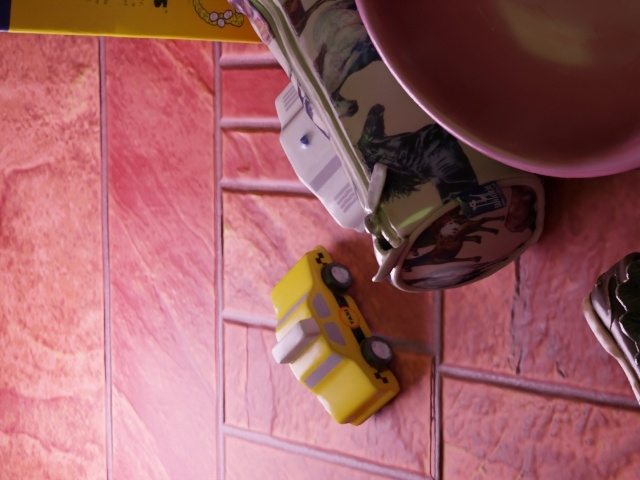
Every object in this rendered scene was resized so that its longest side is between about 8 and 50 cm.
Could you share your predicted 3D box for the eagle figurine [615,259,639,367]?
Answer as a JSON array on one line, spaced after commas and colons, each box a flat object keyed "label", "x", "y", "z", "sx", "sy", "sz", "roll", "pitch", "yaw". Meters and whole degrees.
[{"label": "eagle figurine", "x": 0.338, "y": 0.018, "z": 0.755, "sx": 0.225, "sy": 0.298, "sz": 0.226, "roll": 102, "pitch": -171, "yaw": -69}]

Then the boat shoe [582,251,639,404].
[{"label": "boat shoe", "x": 0.295, "y": 0.104, "z": 1.109, "sx": 0.207, "sy": 0.073, "sz": 0.073, "roll": 58, "pitch": 132, "yaw": 25}]

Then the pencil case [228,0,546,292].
[{"label": "pencil case", "x": 0.046, "y": -0.150, "z": 1.263, "sx": 0.160, "sy": 0.183, "sz": 0.410, "roll": -50, "pitch": 59, "yaw": 38}]

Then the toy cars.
[{"label": "toy cars", "x": 0.000, "y": 0.000, "z": 1.392, "sx": 0.176, "sy": 0.087, "sz": 0.394, "roll": 9, "pitch": 100, "yaw": 45}]

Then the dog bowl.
[{"label": "dog bowl", "x": 0.192, "y": -0.230, "z": 1.024, "sx": 0.408, "sy": 0.150, "sz": 0.408, "roll": 22, "pitch": 131, "yaw": 28}]

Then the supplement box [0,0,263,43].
[{"label": "supplement box", "x": -0.241, "y": -0.320, "z": 1.414, "sx": 0.194, "sy": 0.356, "sz": 0.195, "roll": 19, "pitch": 107, "yaw": 44}]
